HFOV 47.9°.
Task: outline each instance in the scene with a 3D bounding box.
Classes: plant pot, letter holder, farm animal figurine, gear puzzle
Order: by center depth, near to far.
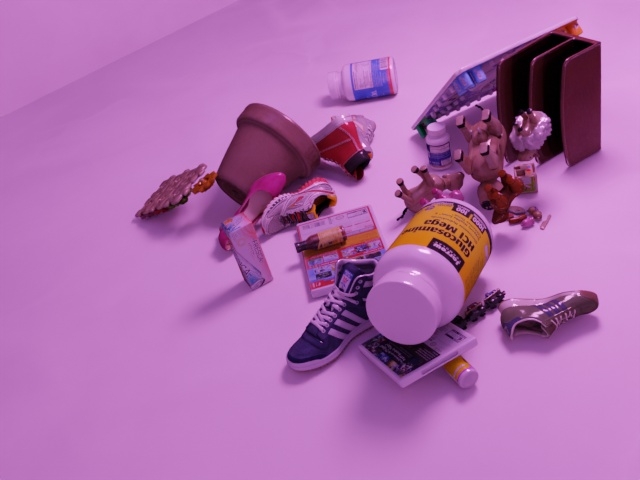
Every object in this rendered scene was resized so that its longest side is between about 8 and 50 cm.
[{"bbox_3d":[0.376,-0.164,1.759,0.330,0.172,0.326,10,72,42],"label":"farm animal figurine"},{"bbox_3d":[0.570,-0.333,1.805,0.215,0.301,0.152,-30,38,-18],"label":"letter holder"},{"bbox_3d":[-0.166,-0.213,2.014,0.263,0.263,0.229,21,68,40],"label":"plant pot"},{"bbox_3d":[-0.389,-0.141,2.050,0.339,0.044,0.175,-12,37,47],"label":"gear puzzle"}]

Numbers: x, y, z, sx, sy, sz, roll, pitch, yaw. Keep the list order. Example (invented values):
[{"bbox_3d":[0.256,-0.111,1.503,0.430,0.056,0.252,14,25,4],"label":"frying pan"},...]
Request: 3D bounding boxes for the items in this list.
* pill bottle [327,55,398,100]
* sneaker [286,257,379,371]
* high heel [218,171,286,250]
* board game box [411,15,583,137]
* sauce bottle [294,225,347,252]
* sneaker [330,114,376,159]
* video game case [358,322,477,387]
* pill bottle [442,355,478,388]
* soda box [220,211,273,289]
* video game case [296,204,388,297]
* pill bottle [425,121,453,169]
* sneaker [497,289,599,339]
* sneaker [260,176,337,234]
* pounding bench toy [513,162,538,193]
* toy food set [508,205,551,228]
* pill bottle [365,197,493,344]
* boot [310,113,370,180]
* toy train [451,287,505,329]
[{"bbox_3d":[0.140,-0.530,2.386,0.222,0.124,0.124,-7,37,13],"label":"pill bottle"},{"bbox_3d":[0.031,0.144,1.505,0.282,0.153,0.099,-33,38,-21],"label":"sneaker"},{"bbox_3d":[-0.175,-0.075,1.882,0.244,0.082,0.117,-39,28,7],"label":"high heel"},{"bbox_3d":[0.476,-0.437,1.990,0.390,0.050,0.390,-27,-7,-15],"label":"board game box"},{"bbox_3d":[0.000,0.000,1.761,0.128,0.042,0.042,-18,36,0],"label":"sauce bottle"},{"bbox_3d":[0.120,-0.316,2.136,0.121,0.099,0.262,-17,37,-9],"label":"sneaker"},{"bbox_3d":[0.189,0.208,1.430,0.173,0.022,0.190,-26,21,-14],"label":"video game case"},{"bbox_3d":[0.261,0.242,1.377,0.043,0.043,0.083,-27,37,-14],"label":"pill bottle"},{"bbox_3d":[-0.173,0.027,1.713,0.063,0.183,0.058,-28,37,-14],"label":"soda box"},{"bbox_3d":[0.056,0.019,1.770,0.204,0.025,0.285,-15,36,1],"label":"video game case"},{"bbox_3d":[0.321,-0.257,1.954,0.067,0.120,0.067,-10,36,8],"label":"pill bottle"},{"bbox_3d":[0.450,0.155,1.413,0.192,0.064,0.086,-7,44,12],"label":"sneaker"},{"bbox_3d":[-0.057,-0.083,1.899,0.225,0.088,0.092,-32,50,-12],"label":"sneaker"},{"bbox_3d":[0.509,-0.168,1.794,0.052,0.083,0.065,-6,38,14],"label":"pounding bench toy"},{"bbox_3d":[0.480,-0.059,1.715,0.122,0.019,0.078,11,44,33],"label":"toy food set"},{"bbox_3d":[0.221,0.061,1.466,0.188,0.187,0.334,5,30,27],"label":"pill bottle"},{"bbox_3d":[0.040,-0.230,2.060,0.088,0.176,0.244,-23,-4,-37],"label":"boot"},{"bbox_3d":[0.322,0.147,1.498,0.158,0.027,0.036,-31,27,-19],"label":"toy train"}]
